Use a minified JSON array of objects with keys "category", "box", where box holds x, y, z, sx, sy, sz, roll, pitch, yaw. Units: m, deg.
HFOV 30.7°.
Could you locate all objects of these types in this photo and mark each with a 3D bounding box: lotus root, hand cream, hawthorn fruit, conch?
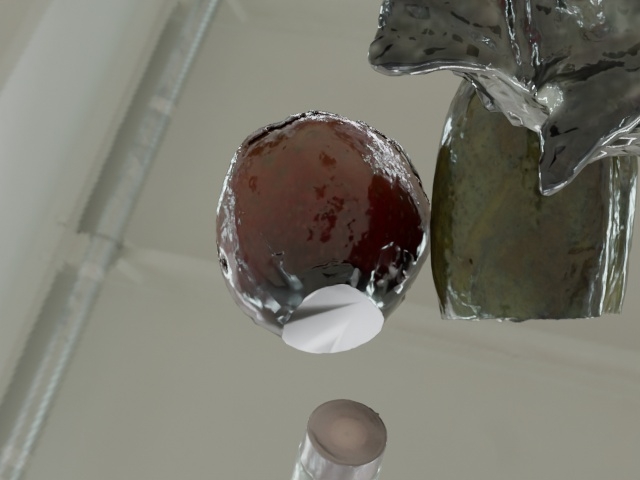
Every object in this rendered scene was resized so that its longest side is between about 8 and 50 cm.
[{"category":"lotus root","box":[0.248,-0.070,1.370,0.250,0.250,0.346,6,-90,17]},{"category":"hand cream","box":[0.011,0.271,1.222,0.133,0.248,0.083,-19,-128,-31]},{"category":"hawthorn fruit","box":[0.003,-0.010,1.485,0.315,0.316,0.316,-6,-121,10]},{"category":"conch","box":[0.126,-0.153,0.496,0.186,0.241,0.313,-3,-163,-23]}]
